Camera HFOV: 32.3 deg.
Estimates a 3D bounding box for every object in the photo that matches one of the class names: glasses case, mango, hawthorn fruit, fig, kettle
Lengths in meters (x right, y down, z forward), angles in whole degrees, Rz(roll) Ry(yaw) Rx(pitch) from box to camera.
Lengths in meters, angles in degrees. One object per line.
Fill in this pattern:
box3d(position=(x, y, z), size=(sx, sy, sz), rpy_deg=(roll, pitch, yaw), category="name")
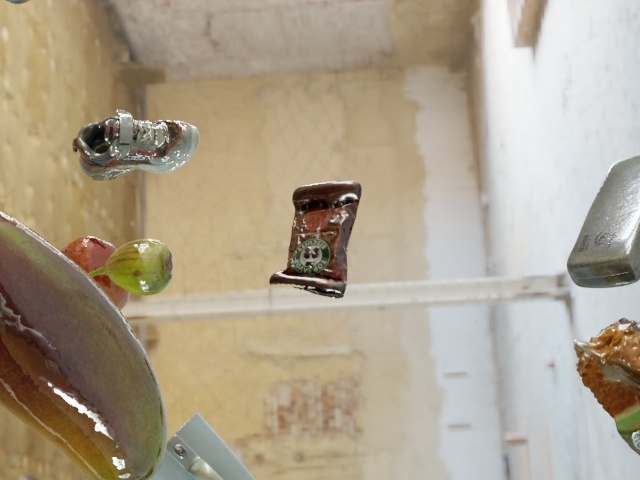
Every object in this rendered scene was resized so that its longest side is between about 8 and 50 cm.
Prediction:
box3d(position=(0.548, -0.040, 1.980), size=(0.074, 0.131, 0.323), rpy_deg=(57, -134, -25), category="glasses case")
box3d(position=(-0.207, 0.078, 0.828), size=(0.267, 0.133, 0.111), rpy_deg=(55, -142, -19), category="mango")
box3d(position=(-0.382, 0.060, 1.843), size=(0.133, 0.132, 0.138), rpy_deg=(-58, -32, -86), category="hawthorn fruit")
box3d(position=(-0.310, 0.045, 1.708), size=(0.093, 0.166, 0.093), rpy_deg=(175, 90, -83), category="fig")
box3d(position=(-0.199, 0.459, 2.084), size=(0.160, 0.243, 0.210), rpy_deg=(-46, -6, -20), category="kettle")

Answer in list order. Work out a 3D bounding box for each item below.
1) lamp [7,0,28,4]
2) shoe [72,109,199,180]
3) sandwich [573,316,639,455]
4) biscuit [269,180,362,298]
box3d(position=(-0.539, -0.498, 1.500), size=(0.374, 0.205, 0.272), rpy_deg=(19, -118, -38), category="lamp")
box3d(position=(-0.325, -0.179, 1.886), size=(0.125, 0.227, 0.099), rpy_deg=(61, -158, -53), category="shoe")
box3d(position=(0.526, 0.255, 1.759), size=(0.162, 0.301, 0.250), rpy_deg=(-45, -25, -18), category="sandwich")
box3d(position=(-0.006, -0.001, 2.120), size=(0.063, 0.151, 0.235), rpy_deg=(49, -133, -52), category="biscuit")
